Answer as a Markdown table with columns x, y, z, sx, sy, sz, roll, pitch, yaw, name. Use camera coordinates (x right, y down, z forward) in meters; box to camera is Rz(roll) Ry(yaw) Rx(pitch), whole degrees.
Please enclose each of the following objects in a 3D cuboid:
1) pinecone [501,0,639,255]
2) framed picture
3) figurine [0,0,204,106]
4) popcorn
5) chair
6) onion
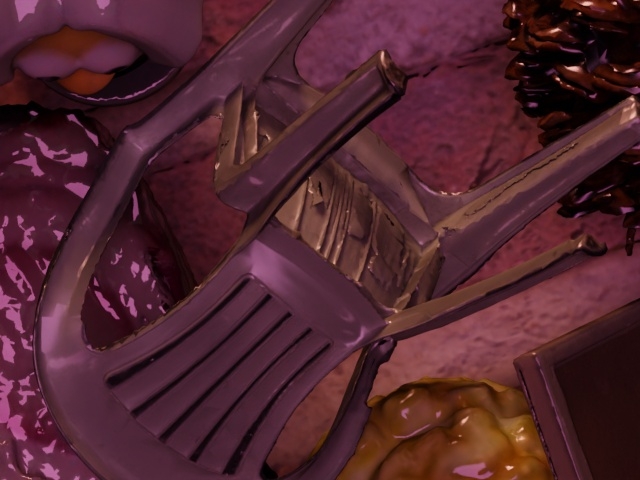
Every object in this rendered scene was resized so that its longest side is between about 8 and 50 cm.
| x | y | z | sx | sy | sz | roll | pitch | yaw | name |
| --- | --- | --- | --- | --- | --- | --- | --- | --- | --- |
| 0.209 | -0.099 | 0.960 | 0.221 | 0.221 | 0.221 | 0 | 89 | -2 | pinecone |
| 0.237 | 0.191 | 0.961 | 0.022 | 0.247 | 0.335 | -19 | 90 | 42 | framed picture |
| -0.144 | -0.142 | 0.926 | 0.176 | 0.236 | 0.133 | -10 | 90 | -3 | figurine |
| 0.087 | 0.187 | 0.962 | 0.204 | 0.184 | 0.221 | -25 | 89 | -9 | popcorn |
| 0.000 | 0.000 | 0.847 | 0.203 | 0.190 | 0.275 | 38 | 127 | -16 | chair |
| -0.181 | 0.080 | 0.979 | 0.280 | 0.146 | 0.314 | -21 | 99 | 12 | onion |
